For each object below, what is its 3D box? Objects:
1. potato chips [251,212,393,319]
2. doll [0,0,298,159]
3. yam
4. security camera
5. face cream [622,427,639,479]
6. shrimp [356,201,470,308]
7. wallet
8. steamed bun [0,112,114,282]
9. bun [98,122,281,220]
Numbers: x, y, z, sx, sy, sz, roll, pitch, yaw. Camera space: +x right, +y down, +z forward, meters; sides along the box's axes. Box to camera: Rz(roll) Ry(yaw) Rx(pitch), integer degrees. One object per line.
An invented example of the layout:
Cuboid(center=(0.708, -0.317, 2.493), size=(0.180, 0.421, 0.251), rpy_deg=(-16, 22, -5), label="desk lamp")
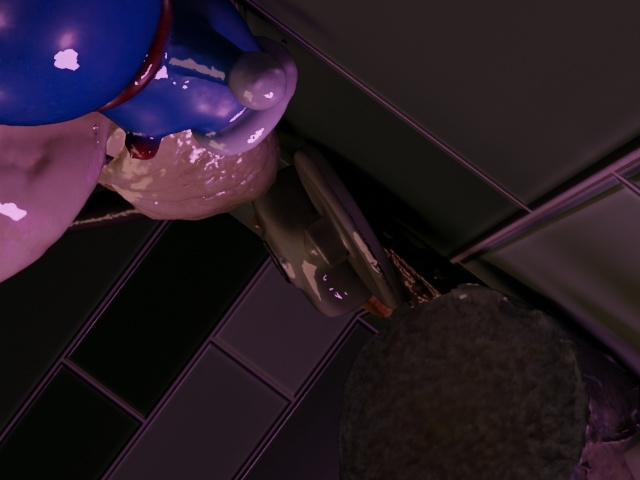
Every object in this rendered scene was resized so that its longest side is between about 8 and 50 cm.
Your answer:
Cuboid(center=(0.036, 0.028, 1.717), size=(0.080, 0.057, 0.407), rpy_deg=(29, 176, 22), label="potato chips")
Cuboid(center=(-0.127, -0.130, 0.881), size=(0.215, 0.161, 0.257), rpy_deg=(17, -179, 37), label="doll")
Cuboid(center=(0.201, 0.210, 1.281), size=(0.348, 0.241, 0.241), rpy_deg=(35, 178, -34), label="yam")
Cuboid(center=(0.000, 0.000, 1.396), size=(0.157, 0.080, 0.301), rpy_deg=(60, 174, -2), label="security camera")
Cuboid(center=(0.259, 0.154, 1.070), size=(0.095, 0.091, 0.091), rpy_deg=(45, 177, 6), label="face cream")
Cuboid(center=(0.111, 0.060, 1.468), size=(0.262, 0.066, 0.117), rpy_deg=(41, 176, -13), label="shrimp")
Cuboid(center=(-0.216, -0.039, 1.723), size=(0.321, 0.044, 0.170), rpy_deg=(-11, -175, 39), label="wallet")
Cuboid(center=(-0.263, -0.143, 1.046), size=(0.320, 0.275, 0.206), rpy_deg=(48, 153, 26), label="steamed bun")
Cuboid(center=(-0.142, -0.096, 1.340), size=(0.220, 0.134, 0.220), rpy_deg=(38, 175, 4), label="bun")
